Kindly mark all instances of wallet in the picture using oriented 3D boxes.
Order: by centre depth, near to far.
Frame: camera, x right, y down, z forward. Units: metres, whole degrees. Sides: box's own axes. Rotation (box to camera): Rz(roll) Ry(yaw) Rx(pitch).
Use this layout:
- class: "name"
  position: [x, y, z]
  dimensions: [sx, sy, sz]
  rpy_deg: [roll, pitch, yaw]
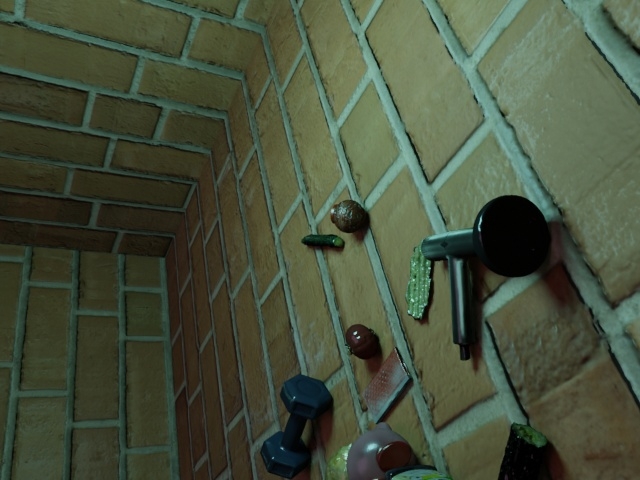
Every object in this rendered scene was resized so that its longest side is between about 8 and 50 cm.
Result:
- class: "wallet"
  position: [0.170, 0.379, 1.483]
  dimensions: [0.196, 0.020, 0.103]
  rpy_deg: [-64, 34, 32]

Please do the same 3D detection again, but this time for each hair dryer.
- class: "hair dryer"
  position: [0.344, 0.085, 1.183]
  dimensions: [0.284, 0.155, 0.320]
  rpy_deg: [69, 160, 8]

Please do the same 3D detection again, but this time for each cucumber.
- class: "cucumber"
  position: [0.354, 0.487, 1.059]
  dimensions: [0.072, 0.072, 0.300]
  rpy_deg: [27, 108, 61]
- class: "cucumber"
  position: [-0.001, 0.000, 1.861]
  dimensions: [0.256, 0.043, 0.044]
  rpy_deg: [1, 81, 63]

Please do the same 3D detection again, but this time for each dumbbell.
- class: "dumbbell"
  position: [-0.079, 0.581, 1.776]
  dimensions: [0.156, 0.143, 0.316]
  rpy_deg: [49, 127, 53]

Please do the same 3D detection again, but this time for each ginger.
- class: "ginger"
  position: [0.062, 0.671, 1.496]
  dimensions: [0.138, 0.152, 0.267]
  rpy_deg: [4, 69, 60]

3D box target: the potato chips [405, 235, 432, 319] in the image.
- class: "potato chips"
  position: [0.240, 0.092, 1.402]
  dimensions: [0.092, 0.028, 0.207]
  rpy_deg: [3, 89, 60]

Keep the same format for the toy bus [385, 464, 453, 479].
- class: "toy bus"
  position: [0.227, 0.647, 1.189]
  dimensions: [0.179, 0.143, 0.305]
  rpy_deg: [-11, 74, 59]

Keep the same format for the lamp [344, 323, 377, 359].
- class: "lamp"
  position: [0.111, 0.275, 1.544]
  dimensions: [0.101, 0.090, 0.101]
  rpy_deg: [58, 170, 16]

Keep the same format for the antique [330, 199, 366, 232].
- class: "antique"
  position: [0.084, -0.069, 1.659]
  dimensions: [0.104, 0.104, 0.104]
  rpy_deg: [-21, 66, 59]

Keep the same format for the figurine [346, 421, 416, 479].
- class: "figurine"
  position: [0.143, 0.532, 1.348]
  dimensions: [0.173, 0.173, 0.173]
  rpy_deg: [-21, 66, 59]
